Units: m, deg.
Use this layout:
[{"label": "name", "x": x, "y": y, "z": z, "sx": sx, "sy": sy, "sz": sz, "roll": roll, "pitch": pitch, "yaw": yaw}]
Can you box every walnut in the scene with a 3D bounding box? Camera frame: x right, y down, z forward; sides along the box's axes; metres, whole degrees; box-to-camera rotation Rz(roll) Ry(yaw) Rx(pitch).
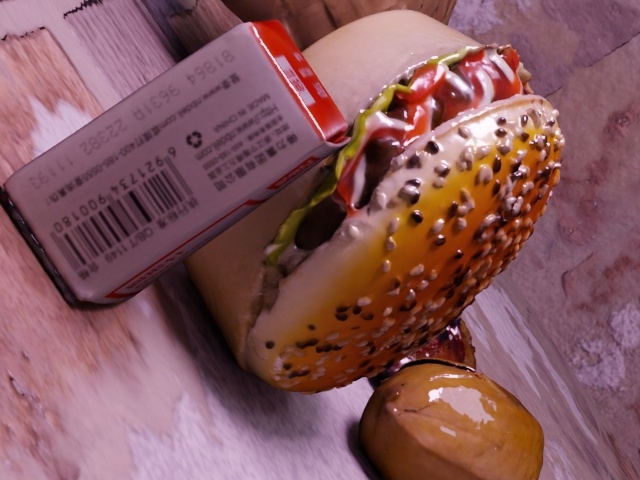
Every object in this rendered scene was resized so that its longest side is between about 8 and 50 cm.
[{"label": "walnut", "x": 0.115, "y": 0.173, "z": 1.423, "sx": 0.245, "sy": 0.137, "sz": 0.137, "roll": 39, "pitch": 21, "yaw": -49}]

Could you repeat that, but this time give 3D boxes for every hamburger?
[{"label": "hamburger", "x": 0.041, "y": -0.018, "z": 1.199, "sx": 0.176, "sy": 0.300, "sz": 0.300, "roll": 45, "pitch": 6, "yaw": 19}]

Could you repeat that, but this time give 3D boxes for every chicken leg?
[{"label": "chicken leg", "x": 0.116, "y": 0.132, "z": 1.689, "sx": 0.177, "sy": 0.083, "sz": 0.322, "roll": 67, "pitch": 13, "yaw": 3}]

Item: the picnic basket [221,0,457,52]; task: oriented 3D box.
[{"label": "picnic basket", "x": -0.036, "y": -0.243, "z": 1.661, "sx": 0.337, "sy": 0.337, "sz": 0.293, "roll": 58, "pitch": 18, "yaw": 4}]

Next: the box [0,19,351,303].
[{"label": "box", "x": -0.082, "y": -0.047, "z": 1.017, "sx": 0.099, "sy": 0.182, "sz": 0.133, "roll": 56, "pitch": 7, "yaw": -1}]
